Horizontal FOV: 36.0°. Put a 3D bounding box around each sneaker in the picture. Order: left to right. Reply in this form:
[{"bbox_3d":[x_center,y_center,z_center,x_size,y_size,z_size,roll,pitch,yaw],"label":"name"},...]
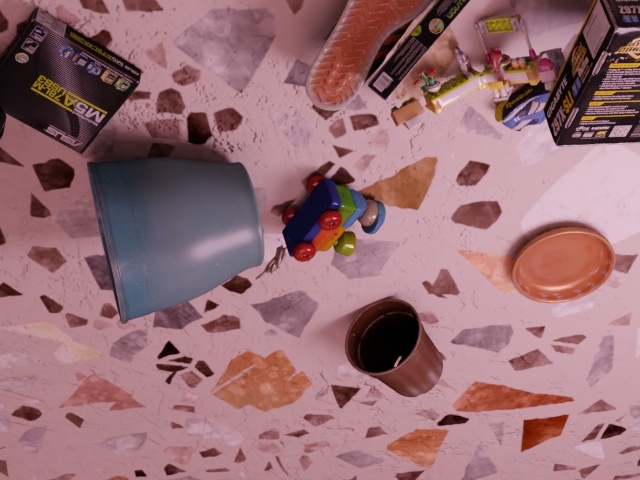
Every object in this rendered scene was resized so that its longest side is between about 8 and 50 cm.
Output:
[{"bbox_3d":[0.079,-0.334,1.475,0.108,0.121,0.302,36,105,-7],"label":"sneaker"},{"bbox_3d":[0.360,-0.230,1.622,0.144,0.053,0.059,-30,129,34],"label":"sneaker"}]

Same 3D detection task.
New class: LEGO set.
[{"bbox_3d":[0.235,-0.271,1.532,0.287,0.132,0.107,-11,123,25],"label":"LEGO set"}]

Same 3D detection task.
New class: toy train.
[{"bbox_3d":[0.000,0.000,1.791,0.143,0.105,0.248,12,133,-34],"label":"toy train"}]

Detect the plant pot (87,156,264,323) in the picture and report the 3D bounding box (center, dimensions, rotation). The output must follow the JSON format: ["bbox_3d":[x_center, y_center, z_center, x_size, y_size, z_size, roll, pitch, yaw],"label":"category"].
[{"bbox_3d":[-0.236,-0.022,1.647,0.255,0.272,0.272,-13,136,-14],"label":"plant pot"}]

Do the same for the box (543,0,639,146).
[{"bbox_3d":[0.509,-0.241,1.388,0.322,0.079,0.257,-4,148,-9],"label":"box"}]

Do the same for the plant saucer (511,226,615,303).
[{"bbox_3d":[0.467,0.043,1.904,0.200,0.037,0.200,-2,135,-2],"label":"plant saucer"}]

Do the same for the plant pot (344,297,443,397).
[{"bbox_3d":[0.159,0.229,1.982,0.167,0.167,0.165,-24,138,17],"label":"plant pot"}]

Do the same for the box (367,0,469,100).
[{"bbox_3d":[0.149,-0.298,1.448,0.036,0.114,0.207,40,100,-4],"label":"box"}]

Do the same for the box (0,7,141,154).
[{"bbox_3d":[-0.410,-0.246,1.547,0.190,0.045,0.184,30,123,-28],"label":"box"}]

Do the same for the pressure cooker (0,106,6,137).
[{"bbox_3d":[-0.711,-0.133,1.397,0.420,0.375,0.370,28,128,-20],"label":"pressure cooker"}]
